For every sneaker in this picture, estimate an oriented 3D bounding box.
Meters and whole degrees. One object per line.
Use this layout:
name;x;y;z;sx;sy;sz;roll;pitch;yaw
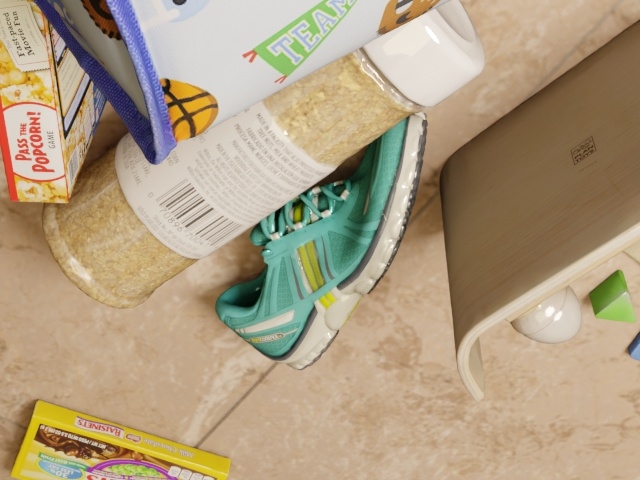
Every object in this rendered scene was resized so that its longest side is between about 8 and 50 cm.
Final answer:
sneaker;0.000;0.000;0.911;0.110;0.107;0.275;29;123;-7

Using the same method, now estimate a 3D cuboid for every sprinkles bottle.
sprinkles bottle;-0.052;-0.081;0.835;0.355;0.121;0.121;-33;119;24

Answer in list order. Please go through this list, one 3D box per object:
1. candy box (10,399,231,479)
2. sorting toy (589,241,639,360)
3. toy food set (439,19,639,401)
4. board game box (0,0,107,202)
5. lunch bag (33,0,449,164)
candy box;-0.206;0.234;1.139;0.206;0.027;0.105;20;129;-12
sorting toy;0.378;0.000;0.923;0.196;0.047;0.348;31;122;-19
toy food set;0.215;-0.037;0.795;0.306;0.220;0.092;-36;117;25
board game box;-0.192;-0.146;0.776;0.045;0.147;0.193;2;126;1
lunch bag;-0.021;-0.277;0.512;0.328;0.239;0.385;-29;139;-16
